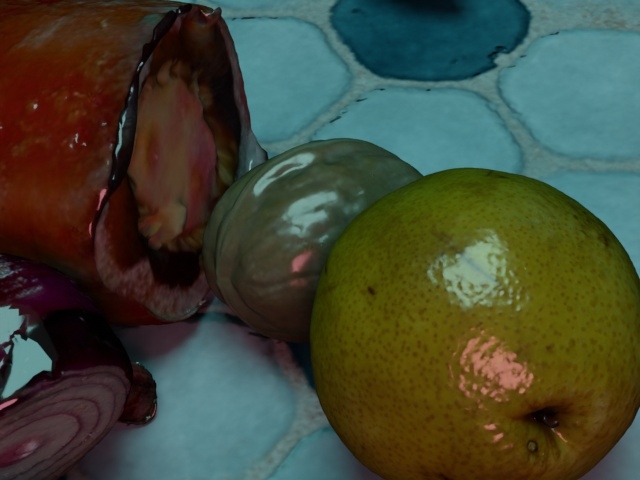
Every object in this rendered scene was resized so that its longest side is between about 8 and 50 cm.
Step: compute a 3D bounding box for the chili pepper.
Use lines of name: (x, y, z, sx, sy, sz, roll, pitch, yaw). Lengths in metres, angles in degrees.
chili pepper: (-0.215, -0.079, 1.142, 0.305, 0.229, 0.251, 13, 67, 19)

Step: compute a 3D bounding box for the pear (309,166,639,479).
pear: (0.100, 0.063, 0.977, 0.209, 0.209, 0.209, -3, 44, 3)

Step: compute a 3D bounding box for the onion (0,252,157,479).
onion: (-0.191, 0.088, 1.014, 0.140, 0.195, 0.218, 45, 30, 25)

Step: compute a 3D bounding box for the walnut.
walnut: (0.000, -0.001, 1.100, 0.162, 0.140, 0.140, -13, 43, -26)
